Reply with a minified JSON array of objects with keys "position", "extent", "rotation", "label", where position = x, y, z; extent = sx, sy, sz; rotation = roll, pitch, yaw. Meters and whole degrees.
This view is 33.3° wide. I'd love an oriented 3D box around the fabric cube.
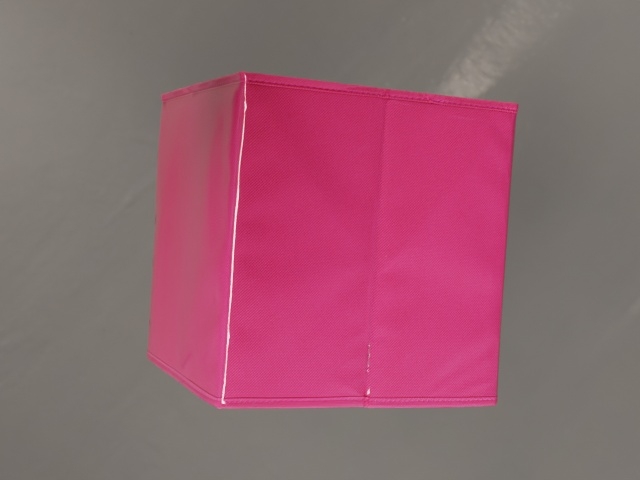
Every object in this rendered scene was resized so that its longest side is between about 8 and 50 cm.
[{"position":[0.000,0.000,0.961],"extent":[0.259,0.254,0.258],"rotation":[3,91,-22],"label":"fabric cube"}]
